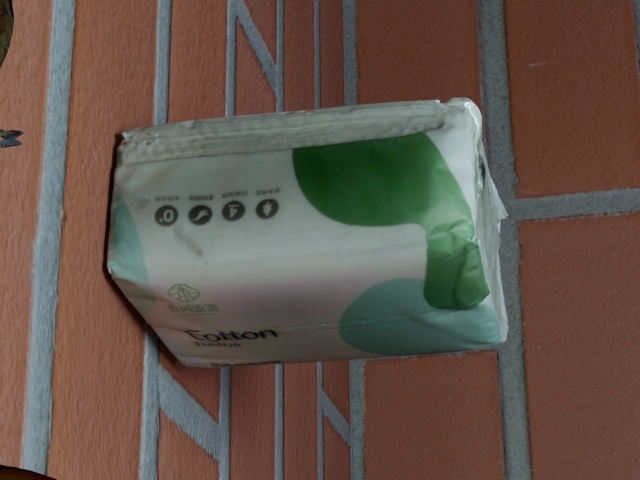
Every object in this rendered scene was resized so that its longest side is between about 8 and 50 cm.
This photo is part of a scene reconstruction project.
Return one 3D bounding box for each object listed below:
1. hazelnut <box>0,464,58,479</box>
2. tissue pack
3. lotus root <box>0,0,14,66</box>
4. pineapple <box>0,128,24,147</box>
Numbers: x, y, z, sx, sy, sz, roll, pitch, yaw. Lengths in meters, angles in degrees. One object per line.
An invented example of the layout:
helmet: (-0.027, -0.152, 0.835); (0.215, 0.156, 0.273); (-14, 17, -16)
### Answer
hazelnut: (-0.196, 0.237, 0.963); (0.202, 0.160, 0.170); (49, -24, 30)
tissue pack: (0.000, 0.001, 1.497); (0.266, 0.356, 0.194); (64, 23, -61)
lotus root: (-0.245, -0.107, 0.900); (0.209, 0.120, 0.120); (-85, 166, -51)
pineapple: (-0.260, -0.038, 0.761); (0.137, 0.176, 0.161); (-17, -125, 58)
